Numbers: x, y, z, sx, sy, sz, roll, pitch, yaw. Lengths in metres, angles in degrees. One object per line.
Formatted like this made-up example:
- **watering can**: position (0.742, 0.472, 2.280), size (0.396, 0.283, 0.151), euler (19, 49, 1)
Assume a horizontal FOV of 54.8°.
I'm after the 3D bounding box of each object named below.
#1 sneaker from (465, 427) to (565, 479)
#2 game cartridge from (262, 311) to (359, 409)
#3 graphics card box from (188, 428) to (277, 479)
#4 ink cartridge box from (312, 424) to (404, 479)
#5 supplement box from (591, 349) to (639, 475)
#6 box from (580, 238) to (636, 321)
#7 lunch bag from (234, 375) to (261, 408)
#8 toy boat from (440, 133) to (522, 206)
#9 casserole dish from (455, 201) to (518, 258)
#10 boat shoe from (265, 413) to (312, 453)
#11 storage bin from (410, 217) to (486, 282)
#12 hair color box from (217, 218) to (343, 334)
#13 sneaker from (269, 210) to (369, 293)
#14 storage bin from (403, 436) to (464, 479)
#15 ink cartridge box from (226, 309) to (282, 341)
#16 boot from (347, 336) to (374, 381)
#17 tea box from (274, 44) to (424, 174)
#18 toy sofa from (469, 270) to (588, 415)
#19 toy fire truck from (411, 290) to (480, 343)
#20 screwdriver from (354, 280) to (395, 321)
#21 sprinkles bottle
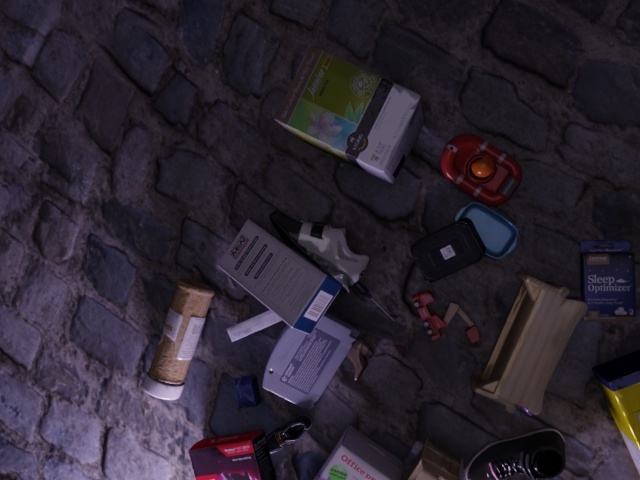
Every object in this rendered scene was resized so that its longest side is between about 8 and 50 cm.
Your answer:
- **sneaker**: position (0.532, 0.609, 1.685), size (0.295, 0.147, 0.105), euler (-27, 86, 11)
- **game cartridge**: position (-0.041, 0.336, 1.803), size (0.196, 0.060, 0.294), euler (28, 104, -10)
- **graphics card box**: position (-0.237, 0.771, 1.839), size (0.232, 0.094, 0.371), euler (-15, 88, 21)
- **ink cartridge box**: position (0.080, 0.708, 1.743), size (0.198, 0.197, 0.270), euler (33, 95, 9)
- **supplement box**: position (0.888, 0.478, 1.595), size (0.195, 0.194, 0.357), euler (-24, 86, 10)
- **box**: position (0.791, 0.110, 1.700), size (0.136, 0.036, 0.225), euler (-2, 88, 11)
- **lunch bag**: position (-0.226, 0.456, 1.870), size (0.065, 0.067, 0.098), euler (-13, 86, 10)
- **toy boat**: position (0.444, -0.201, 1.710), size (0.231, 0.151, 0.151), euler (35, 95, 9)
- **casserole dish**: position (0.471, -0.029, 1.761), size (0.188, 0.037, 0.114), euler (34, 95, 9)
- **boat shoe**: position (-0.110, 0.582, 1.839), size (0.183, 0.083, 0.065), euler (-36, 83, 8)
- **storage bin**: position (0.359, 0.027, 1.734), size (0.180, 0.084, 0.122), euler (-28, 89, 24)
- **hair color box**: position (-0.121, 0.098, 1.763), size (0.347, 0.105, 0.174), euler (35, 90, 35)
- **sneaker**: position (0.000, 0.000, 1.822), size (0.330, 0.122, 0.146), euler (39, 78, 10)
- **storage bin**: position (0.268, 0.707, 1.679), size (0.123, 0.260, 0.262), euler (33, 95, 13)
- **ink cartridge box**: position (-0.169, 0.239, 1.848), size (0.207, 0.097, 0.046), euler (-24, 85, 10)
- **boot**: position (0.101, 0.345, 1.828), size (0.087, 0.042, 0.118), euler (30, 94, 16)
- **tea box**: position (0.092, -0.329, 1.688), size (0.323, 0.329, 0.220), euler (26, 94, 9)
- **toy sofa**: position (0.561, 0.279, 1.683), size (0.177, 0.150, 0.363), euler (23, 94, 5)
- **toy fire truck**: position (0.360, 0.221, 1.773), size (0.135, 0.047, 0.192), euler (-26, 84, 9)
- **screwdriver**: position (0.161, 0.178, 1.825), size (0.170, 0.024, 0.025), euler (41, 125, 7)
- **sprinkles bottle**: position (-0.432, 0.300, 1.885), size (0.121, 0.121, 0.355), euler (20, 92, 10)
